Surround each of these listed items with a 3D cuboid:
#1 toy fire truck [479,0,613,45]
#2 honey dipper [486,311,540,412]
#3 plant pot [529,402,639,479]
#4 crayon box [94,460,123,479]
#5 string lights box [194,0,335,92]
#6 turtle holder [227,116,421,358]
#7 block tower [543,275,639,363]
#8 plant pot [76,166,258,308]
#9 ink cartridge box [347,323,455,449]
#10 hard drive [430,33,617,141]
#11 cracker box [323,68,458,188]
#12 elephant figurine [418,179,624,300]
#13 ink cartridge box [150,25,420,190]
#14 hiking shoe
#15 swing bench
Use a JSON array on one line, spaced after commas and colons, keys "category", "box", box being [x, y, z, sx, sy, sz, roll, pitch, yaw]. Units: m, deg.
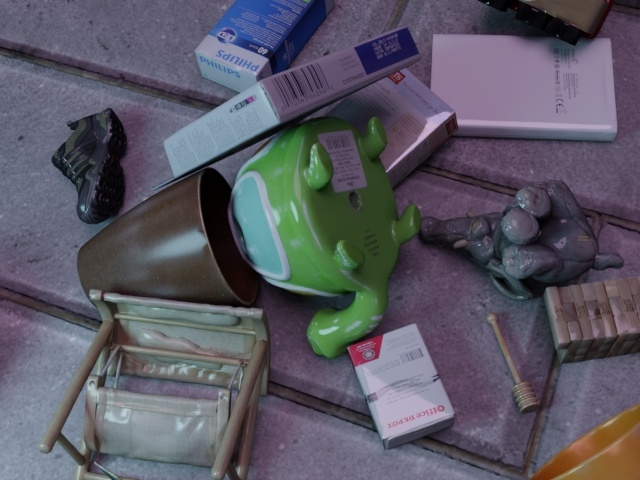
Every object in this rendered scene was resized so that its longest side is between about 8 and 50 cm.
[{"category": "toy fire truck", "box": [0.429, -0.450, 1.635, 0.217, 0.246, 0.158, 32, 110, 23]}, {"category": "honey dipper", "box": [0.279, 0.176, 1.348, 0.031, 0.030, 0.160, -15, 57, -3]}, {"category": "plant pot", "box": [0.402, 0.335, 1.163, 0.205, 0.205, 0.188, -32, 78, -12]}, {"category": "crayon box", "box": [-0.156, 0.418, 1.149, 0.323, 0.203, 0.083, 28, 67, 19]}, {"category": "string lights box", "box": [-0.097, -0.388, 1.663, 0.133, 0.076, 0.259, 26, 66, 18]}, {"category": "turtle holder", "box": [0.004, -0.016, 1.358, 0.228, 0.320, 0.243, -16, 30, 37]}, {"category": "block tower", "box": [0.495, 0.104, 1.332, 0.336, 0.097, 0.090, -6, 61, -1]}, {"category": "plant pot", "box": [-0.241, 0.025, 1.390, 0.231, 0.215, 0.215, -17, 60, 11]}, {"category": "ink cartridge box", "box": [0.116, 0.211, 1.320, 0.109, 0.063, 0.150, -18, 62, -6]}, {"category": "hard drive", "box": [0.344, -0.266, 1.578, 0.308, 0.040, 0.203, 3, 61, 7]}, {"category": "cracker box", "box": [0.090, -0.169, 1.509, 0.232, 0.067, 0.155, -42, 65, -3]}, {"category": "elephant figurine", "box": [0.289, 0.004, 1.385, 0.169, 0.239, 0.186, -22, 87, -25]}, {"category": "ink cartridge box", "box": [-0.066, -0.199, 1.370, 0.324, 0.330, 0.071, -32, 100, -43]}, {"category": "hiking shoe", "box": [-0.395, -0.117, 1.547, 0.114, 0.086, 0.226, -10, 54, 15]}, {"category": "swing bench", "box": [-0.216, 0.218, 1.290, 0.253, 0.165, 0.254, 7, 59, 9]}]
